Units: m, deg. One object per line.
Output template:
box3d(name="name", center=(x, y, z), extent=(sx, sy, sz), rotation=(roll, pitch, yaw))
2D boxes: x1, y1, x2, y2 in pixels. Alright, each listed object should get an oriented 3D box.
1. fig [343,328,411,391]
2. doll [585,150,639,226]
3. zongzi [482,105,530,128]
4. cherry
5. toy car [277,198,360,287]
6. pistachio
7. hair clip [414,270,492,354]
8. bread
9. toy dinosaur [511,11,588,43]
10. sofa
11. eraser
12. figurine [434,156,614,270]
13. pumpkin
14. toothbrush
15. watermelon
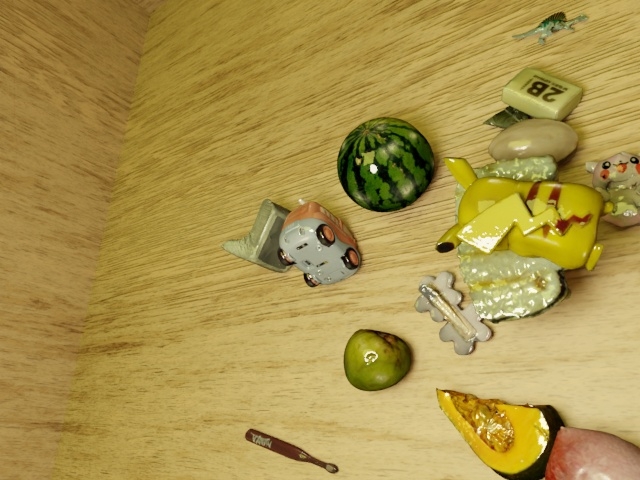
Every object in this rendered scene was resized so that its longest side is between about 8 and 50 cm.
box3d(name="fig", center=(0.142, 0.325, 1.404), extent=(0.181, 0.180, 0.191), rotation=(54, 130, 40))
box3d(name="doll", center=(0.697, -0.124, 1.196), extent=(0.149, 0.095, 0.192), rotation=(-7, 65, 31))
box3d(name="zongzi", center=(0.521, -0.321, 1.450), extent=(0.119, 0.055, 0.109), rotation=(-28, 47, 27))
box3d(name="cherry", center=(0.537, 0.478, 0.968), extent=(0.239, 0.206, 0.240), rotation=(3, 106, 9))
box3d(name="toy car", center=(0.000, 0.000, 1.626), extent=(0.180, 0.270, 0.213), rotation=(-27, 37, 29))
box3d(name="pistachio", center=(0.546, -0.242, 1.345), extent=(0.215, 0.144, 0.144), rotation=(-7, 66, 22))
box3d(name="hair clip", center=(0.342, 0.184, 1.377), extent=(0.146, 0.075, 0.257), rotation=(-50, 54, 14))
box3d(name="bread", center=(0.459, 0.023, 1.232), extent=(0.239, 0.264, 0.396), rotation=(-7, 67, 24))
box3d(name="toy dinosaur", center=(0.655, -0.615, 1.488), extent=(0.106, 0.044, 0.187), rotation=(-50, 34, -7))
box3d(name="sofa", center=(-0.186, -0.019, 1.810), extent=(0.176, 0.210, 0.226), rotation=(21, 89, 44))
box3d(name="eraser", center=(0.587, -0.388, 1.387), extent=(0.117, 0.058, 0.172), rotation=(-42, 56, -12))
box3d(name="figurine", center=(0.390, -0.041, 1.037), extent=(0.326, 0.169, 0.218), rotation=(10, 70, 33))
box3d(name="pumpkin", center=(0.413, 0.396, 1.173), extent=(0.190, 0.139, 0.281), rotation=(-49, 51, 17))
box3d(name="toothbrush", center=(-0.095, 0.629, 1.560), extent=(0.363, 0.041, 0.041), rotation=(2, 73, 40))
box3d(name="watermelon", center=(0.191, -0.222, 1.532), extent=(0.285, 0.285, 0.285), rotation=(-17, 61, 34))
